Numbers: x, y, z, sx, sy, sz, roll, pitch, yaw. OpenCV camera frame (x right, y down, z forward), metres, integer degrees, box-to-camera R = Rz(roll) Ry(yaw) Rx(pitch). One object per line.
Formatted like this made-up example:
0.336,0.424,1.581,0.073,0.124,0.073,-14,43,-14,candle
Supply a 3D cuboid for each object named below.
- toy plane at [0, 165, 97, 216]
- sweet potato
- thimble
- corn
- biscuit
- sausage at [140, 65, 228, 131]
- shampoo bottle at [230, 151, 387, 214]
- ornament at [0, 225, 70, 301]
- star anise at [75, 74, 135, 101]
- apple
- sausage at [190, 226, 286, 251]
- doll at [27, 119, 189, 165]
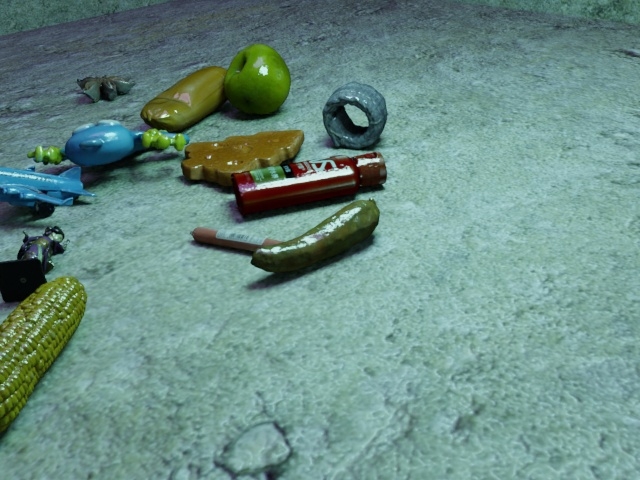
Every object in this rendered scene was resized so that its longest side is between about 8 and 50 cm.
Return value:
-0.618,-0.109,1.465,0.271,0.105,0.254,-9,25,-36,toy plane
0.000,0.000,1.224,0.273,0.075,0.075,-26,35,-29,sweet potato
0.081,-0.294,1.663,0.150,0.150,0.097,5,36,18,thimble
-0.418,0.152,0.991,0.102,0.101,0.313,-1,25,8,corn
-0.169,-0.196,1.625,0.307,0.043,0.284,-20,29,-22,biscuit
-0.365,-0.375,1.914,0.134,0.116,0.354,22,40,17,sausage
-0.022,-0.122,1.437,0.315,0.076,0.118,-11,27,-11,shampoo bottle
-0.489,0.021,1.246,0.081,0.088,0.203,-1,27,5,ornament
-0.670,-0.482,2.213,0.172,0.063,0.208,-13,26,-22,star anise
-0.169,-0.432,1.916,0.157,0.196,0.196,28,15,-29,apple
-0.145,0.002,1.280,0.223,0.029,0.029,10,32,25,sausage
-0.479,-0.233,1.630,0.346,0.098,0.341,-7,13,-1,doll
